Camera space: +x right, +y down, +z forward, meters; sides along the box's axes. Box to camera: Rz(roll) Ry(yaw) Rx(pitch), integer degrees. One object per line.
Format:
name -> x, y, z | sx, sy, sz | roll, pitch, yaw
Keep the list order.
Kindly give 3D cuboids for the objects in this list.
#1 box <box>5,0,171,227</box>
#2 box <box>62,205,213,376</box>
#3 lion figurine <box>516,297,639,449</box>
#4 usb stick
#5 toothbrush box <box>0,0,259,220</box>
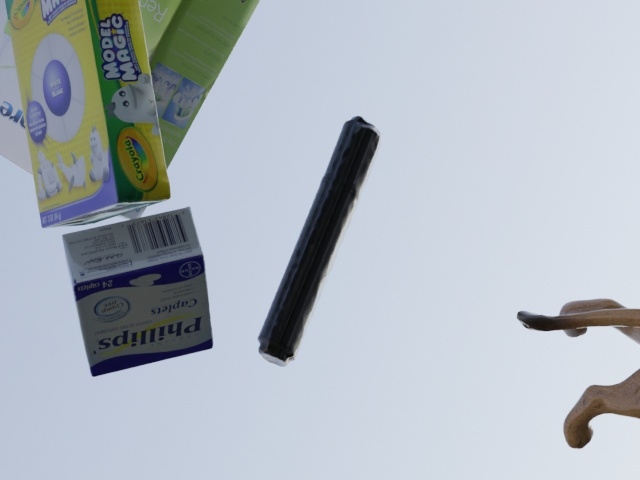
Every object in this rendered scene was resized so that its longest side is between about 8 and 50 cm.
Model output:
box -> -0.146, -0.103, 0.978 | 0.043, 0.105, 0.179 | -5, -95, -37
box -> -0.172, 0.050, 1.518 | 0.126, 0.072, 0.137 | -13, -42, -9
lion figurine -> 0.368, 0.177, 1.427 | 0.392, 0.240, 0.142 | 45, -126, -24
usb stick -> 0.000, 0.000, 1.701 | 0.077, 0.045, 0.278 | 84, -153, -76
toothbrush box -> -0.209, -0.193, 1.520 | 0.283, 0.206, 0.122 | -61, -27, 4
